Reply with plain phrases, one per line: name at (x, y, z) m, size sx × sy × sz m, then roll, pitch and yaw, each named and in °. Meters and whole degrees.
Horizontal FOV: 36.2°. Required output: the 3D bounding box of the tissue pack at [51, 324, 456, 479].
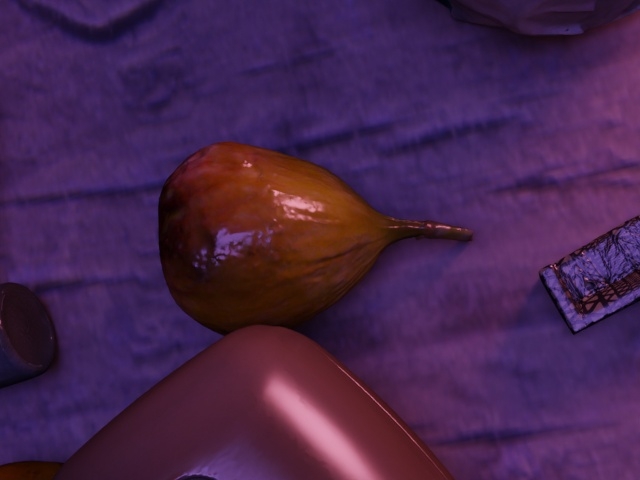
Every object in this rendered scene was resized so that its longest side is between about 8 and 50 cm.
tissue pack at (-0.007, 0.256, 0.667) m, size 0.267 × 0.277 × 0.387 m, roll -38°, pitch 76°, yaw 2°

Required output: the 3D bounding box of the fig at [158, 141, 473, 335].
fig at (0.000, 0.000, 0.789) m, size 0.257 × 0.159 × 0.159 m, roll -2°, pitch 80°, yaw -8°

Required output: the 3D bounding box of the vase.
vase at (-0.348, 0.112, 0.871) m, size 0.214 × 0.086 × 0.086 m, roll -22°, pitch 77°, yaw 14°

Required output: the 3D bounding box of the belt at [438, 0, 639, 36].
belt at (0.137, -0.374, 0.785) m, size 0.300 × 0.173 × 0.437 m, roll -25°, pitch 72°, yaw 17°

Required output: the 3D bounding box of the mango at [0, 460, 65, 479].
mango at (-0.244, 0.238, 0.819) m, size 0.165 × 0.089 × 0.115 m, roll -25°, pitch 78°, yaw 5°

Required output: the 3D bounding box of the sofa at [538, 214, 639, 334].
sofa at (0.235, 0.021, 0.767) m, size 0.118 × 0.039 × 0.060 m, roll -29°, pitch 75°, yaw 7°
